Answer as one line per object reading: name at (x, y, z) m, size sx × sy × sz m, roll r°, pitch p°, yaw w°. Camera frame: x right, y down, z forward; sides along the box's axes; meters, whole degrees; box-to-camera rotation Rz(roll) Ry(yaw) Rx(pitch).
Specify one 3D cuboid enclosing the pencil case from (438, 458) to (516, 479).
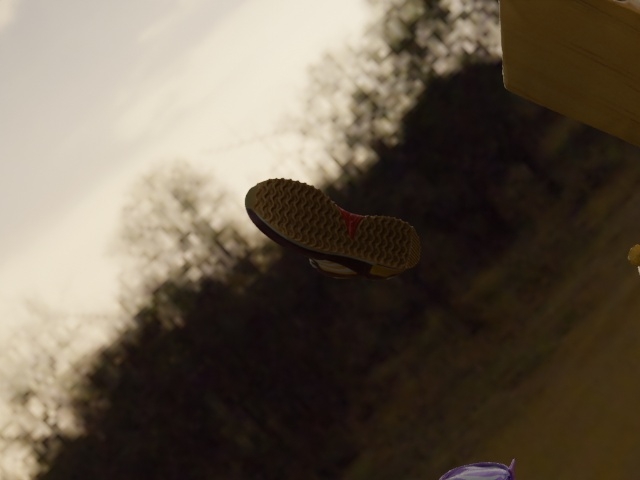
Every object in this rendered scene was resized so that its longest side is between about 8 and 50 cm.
pencil case at (0.177, 0.319, 1.639) m, size 0.088 × 0.206 × 0.086 m, roll -11°, pitch 20°, yaw 25°

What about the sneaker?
sneaker at (0.000, 0.000, 1.587) m, size 0.084 × 0.185 × 0.070 m, roll -35°, pitch 40°, yaw 53°

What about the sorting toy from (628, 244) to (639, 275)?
sorting toy at (0.259, 0.012, 1.179) m, size 0.083 × 0.045 × 0.075 m, roll -55°, pitch 14°, yaw 12°

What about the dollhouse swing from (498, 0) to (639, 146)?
dollhouse swing at (0.327, -0.293, 1.443) m, size 0.347 × 0.315 × 0.305 m, roll -50°, pitch -19°, yaw -54°
